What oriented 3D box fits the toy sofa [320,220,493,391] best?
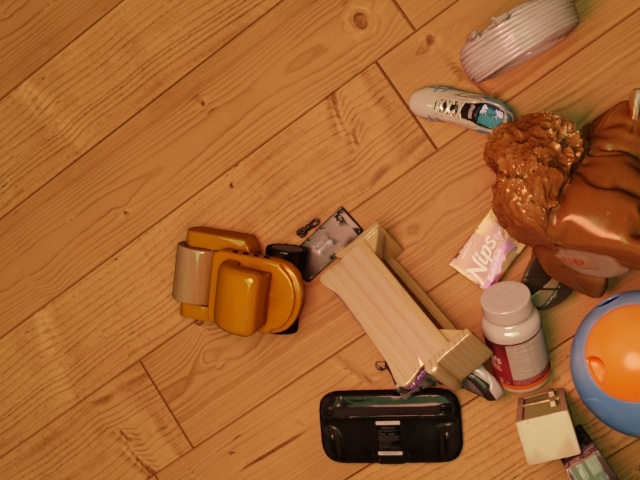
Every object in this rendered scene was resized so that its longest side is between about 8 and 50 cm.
[{"bbox_3d":[0.170,0.150,1.785,0.177,0.150,0.362,-43,54,6],"label":"toy sofa"}]

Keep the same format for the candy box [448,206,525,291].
[{"bbox_3d":[0.375,0.011,1.859,0.109,0.053,0.187,38,97,11],"label":"candy box"}]

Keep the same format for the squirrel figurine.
[{"bbox_3d":[0.521,-0.134,1.680,0.397,0.281,0.370,24,70,-5],"label":"squirrel figurine"}]

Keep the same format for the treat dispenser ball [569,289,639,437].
[{"bbox_3d":[0.634,0.239,1.673,0.288,0.288,0.288,0,90,14],"label":"treat dispenser ball"}]

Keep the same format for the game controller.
[{"bbox_3d":[0.153,0.415,1.915,0.319,0.067,0.166,-4,103,14],"label":"game controller"}]

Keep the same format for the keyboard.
[{"bbox_3d":[0.000,0.000,1.967,0.180,0.023,0.108,-43,87,9],"label":"keyboard"}]

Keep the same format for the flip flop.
[{"bbox_3d":[0.494,0.019,1.819,0.112,0.080,0.277,21,78,-6],"label":"flip flop"}]

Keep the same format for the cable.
[{"bbox_3d":[0.406,-0.412,1.752,0.257,0.257,0.089,-27,89,-4],"label":"cable"}]

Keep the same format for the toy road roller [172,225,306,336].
[{"bbox_3d":[-0.194,0.100,1.889,0.329,0.240,0.203,10,101,15],"label":"toy road roller"}]

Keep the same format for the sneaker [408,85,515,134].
[{"bbox_3d":[0.304,-0.286,1.862,0.237,0.086,0.085,15,95,15],"label":"sneaker"}]

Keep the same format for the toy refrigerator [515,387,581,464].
[{"bbox_3d":[0.453,0.363,1.726,0.102,0.269,0.094,-17,85,14],"label":"toy refrigerator"}]

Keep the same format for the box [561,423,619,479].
[{"bbox_3d":[0.560,0.504,1.679,0.076,0.307,0.242,-33,83,8],"label":"box"}]

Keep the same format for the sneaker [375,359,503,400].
[{"bbox_3d":[0.247,0.295,1.838,0.268,0.101,0.153,34,79,24],"label":"sneaker"}]

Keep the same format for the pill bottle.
[{"bbox_3d":[0.397,0.197,1.766,0.121,0.121,0.221,-12,124,13],"label":"pill bottle"}]
